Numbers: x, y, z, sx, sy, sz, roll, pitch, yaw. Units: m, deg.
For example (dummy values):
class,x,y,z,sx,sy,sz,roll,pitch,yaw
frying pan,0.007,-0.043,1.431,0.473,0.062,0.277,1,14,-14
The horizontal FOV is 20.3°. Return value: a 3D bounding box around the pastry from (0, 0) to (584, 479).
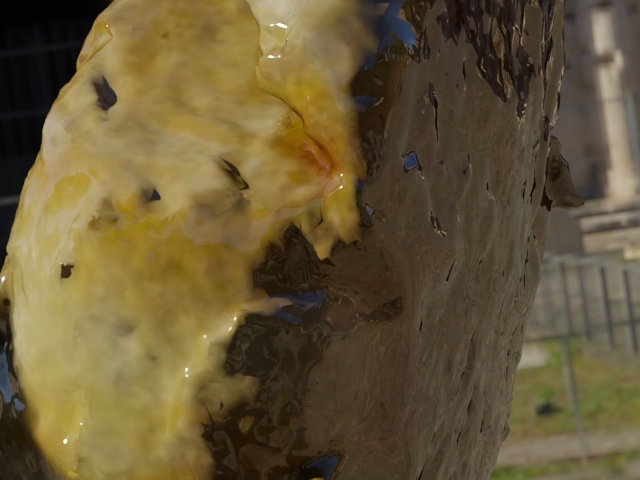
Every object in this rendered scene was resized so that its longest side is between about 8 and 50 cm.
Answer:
class,x,y,z,sx,sy,sz,roll,pitch,yaw
pastry,0.000,0.000,0.429,0.100,0.218,0.229,11,-26,15
